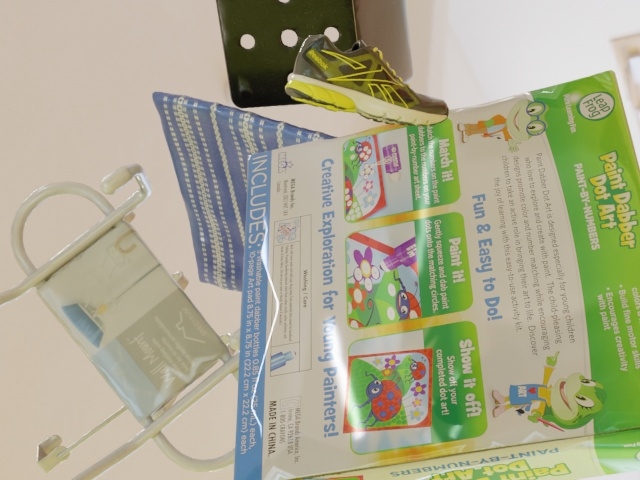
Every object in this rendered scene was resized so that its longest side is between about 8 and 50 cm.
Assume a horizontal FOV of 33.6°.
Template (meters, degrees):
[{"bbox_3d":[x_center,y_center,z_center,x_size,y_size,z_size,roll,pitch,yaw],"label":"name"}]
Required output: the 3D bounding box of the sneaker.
[{"bbox_3d":[0.026,-0.076,0.506,0.083,0.031,0.035,11,-87,-22],"label":"sneaker"}]

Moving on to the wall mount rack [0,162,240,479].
[{"bbox_3d":[-0.227,0.100,1.011,0.350,0.304,0.130,49,171,11],"label":"wall mount rack"}]

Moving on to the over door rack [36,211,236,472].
[{"bbox_3d":[-0.299,0.139,1.319,0.239,0.324,0.108,54,-168,-19],"label":"over door rack"}]

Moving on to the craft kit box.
[{"bbox_3d":[0.075,0.027,0.627,0.061,0.247,0.250,59,-156,-47],"label":"craft kit box"}]

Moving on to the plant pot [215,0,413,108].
[{"bbox_3d":[-0.016,-0.215,1.036,0.167,0.187,0.188,-69,-26,-63],"label":"plant pot"}]

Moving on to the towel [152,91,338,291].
[{"bbox_3d":[0.000,0.000,0.973,0.040,0.336,0.243,-50,-34,-36],"label":"towel"}]
